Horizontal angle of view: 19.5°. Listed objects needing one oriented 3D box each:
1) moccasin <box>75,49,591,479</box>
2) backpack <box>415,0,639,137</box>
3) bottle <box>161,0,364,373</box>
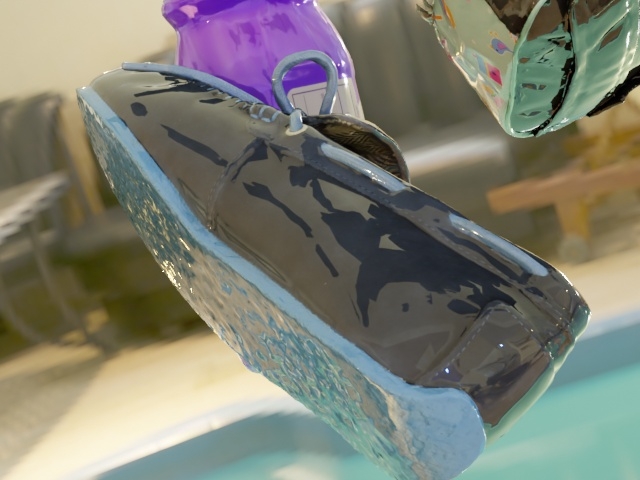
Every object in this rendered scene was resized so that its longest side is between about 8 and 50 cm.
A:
[{"bbox_3d":[0.000,0.000,0.892,0.117,0.138,0.342,-34,45,-15],"label":"moccasin"},{"bbox_3d":[0.127,-0.145,0.934,0.166,0.144,0.188,-37,-24,-10],"label":"backpack"},{"bbox_3d":[-0.028,-0.069,1.037,0.092,0.283,0.118,-14,0,-23],"label":"bottle"}]
